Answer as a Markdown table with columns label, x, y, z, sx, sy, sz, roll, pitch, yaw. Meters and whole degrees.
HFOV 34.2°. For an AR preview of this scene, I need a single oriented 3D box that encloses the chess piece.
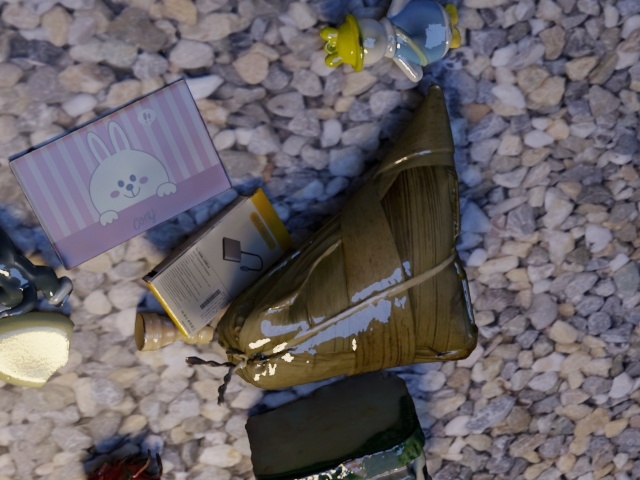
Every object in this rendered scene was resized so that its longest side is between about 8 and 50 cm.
| label | x | y | z | sx | sy | sz | roll | pitch | yaw |
| --- | --- | --- | --- | --- | --- | --- | --- | --- | --- |
| chess piece | -0.241 | 0.151 | 1.720 | 0.122 | 0.066 | 0.066 | 1 | 108 | -24 |

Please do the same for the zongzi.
| label | x | y | z | sx | sy | sz | roll | pitch | yaw |
| --- | --- | --- | --- | --- | --- | --- | --- | --- | --- |
| zongzi | -0.007 | -0.002 | 1.703 | 0.499 | 0.218 | 0.467 | -8 | 94 | -17 |

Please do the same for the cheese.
| label | x | y | z | sx | sy | sz | roll | pitch | yaw |
| --- | --- | --- | --- | --- | --- | --- | --- | --- | --- |
| cheese | -0.520 | 0.169 | 1.631 | 0.255 | 0.050 | 0.127 | 4 | 108 | -20 |

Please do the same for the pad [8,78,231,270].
| label | x | y | z | sx | sy | sz | roll | pitch | yaw |
| --- | --- | --- | --- | --- | --- | --- | --- | --- | --- |
| pad | -0.308 | -0.102 | 1.636 | 0.299 | 0.005 | 0.202 | -27 | 115 | -11 |

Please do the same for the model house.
| label | x | y | z | sx | sy | sz | roll | pitch | yaw |
| --- | --- | --- | --- | --- | --- | --- | --- | --- | --- |
| model house | 0.051 | 0.421 | 1.832 | 0.298 | 0.243 | 0.284 | -17 | 118 | -2 |

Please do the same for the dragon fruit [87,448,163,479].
| label | x | y | z | sx | sy | sz | roll | pitch | yaw |
| --- | --- | --- | --- | --- | --- | --- | --- | --- | --- |
| dragon fruit | -0.331 | 0.427 | 1.761 | 0.142 | 0.130 | 0.121 | -12 | 79 | -15 |

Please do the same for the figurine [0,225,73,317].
| label | x | y | z | sx | sy | sz | roll | pitch | yaw |
| --- | --- | --- | --- | --- | --- | --- | --- | --- | --- |
| figurine | -0.508 | 0.056 | 1.545 | 0.265 | 0.140 | 0.193 | 34 | 100 | -23 |

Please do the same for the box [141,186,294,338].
| label | x | y | z | sx | sy | sz | roll | pitch | yaw |
| --- | --- | --- | --- | --- | --- | --- | --- | --- | --- |
| box | -0.162 | 0.034 | 1.699 | 0.247 | 0.033 | 0.129 | -42 | 118 | -22 |

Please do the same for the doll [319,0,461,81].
| label | x | y | z | sx | sy | sz | roll | pitch | yaw |
| --- | --- | --- | --- | --- | --- | --- | --- | --- | --- |
| doll | 0.117 | -0.328 | 1.671 | 0.241 | 0.099 | 0.135 | -12 | 135 | -15 |
